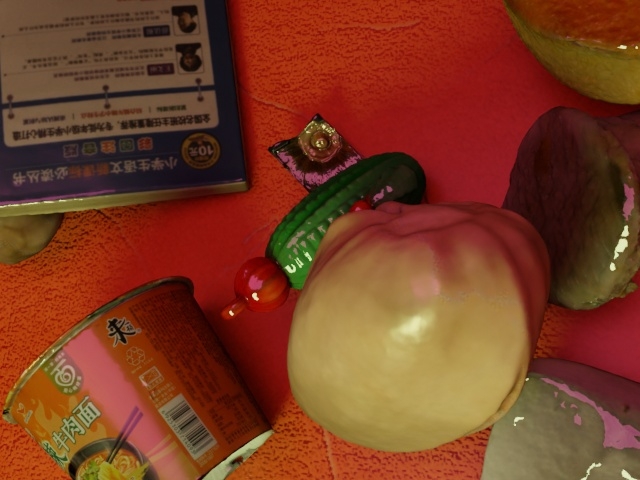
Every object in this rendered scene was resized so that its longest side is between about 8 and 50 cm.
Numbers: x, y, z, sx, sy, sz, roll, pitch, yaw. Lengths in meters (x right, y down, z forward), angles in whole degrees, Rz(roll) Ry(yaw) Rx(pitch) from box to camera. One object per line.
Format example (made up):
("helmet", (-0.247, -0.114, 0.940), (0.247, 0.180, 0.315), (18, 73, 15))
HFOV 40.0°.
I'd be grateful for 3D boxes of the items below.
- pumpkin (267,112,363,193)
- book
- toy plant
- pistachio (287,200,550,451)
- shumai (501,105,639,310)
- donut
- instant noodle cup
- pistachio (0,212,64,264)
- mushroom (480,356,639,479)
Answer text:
("pumpkin", (0.002, -0.085, 0.961), (0.073, 0.035, 0.101), (-41, 89, 5))
("book", (-0.253, -0.245, 1.027), (0.300, 0.039, 0.427), (-5, 75, -7))
("toy plant", (0.004, -0.004, 0.883), (0.240, 0.154, 0.088), (-38, 94, 3))
("pistachio", (0.077, 0.082, 0.770), (0.194, 0.318, 0.213), (-18, 62, -29))
("shumai", (0.259, -0.035, 0.811), (0.120, 0.201, 0.201), (-1, 75, -20))
("donut", (0.300, -0.242, 0.793), (0.303, 0.110, 0.302), (-10, 52, 12))
("instant noodle cup", (-0.168, 0.175, 0.884), (0.230, 0.230, 0.182), (-44, 77, 8))
("pistachio", (-0.409, -0.060, 1.068), (0.238, 0.153, 0.137), (26, 129, 26))
("mushroom", (0.334, 0.227, 0.718), (0.397, 0.126, 0.177), (16, 95, 23))
